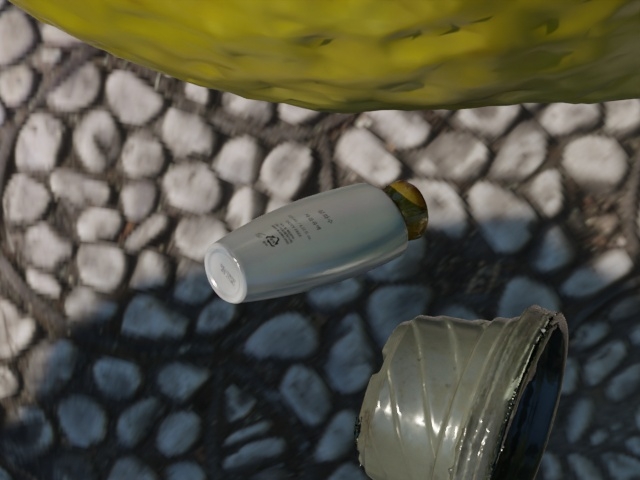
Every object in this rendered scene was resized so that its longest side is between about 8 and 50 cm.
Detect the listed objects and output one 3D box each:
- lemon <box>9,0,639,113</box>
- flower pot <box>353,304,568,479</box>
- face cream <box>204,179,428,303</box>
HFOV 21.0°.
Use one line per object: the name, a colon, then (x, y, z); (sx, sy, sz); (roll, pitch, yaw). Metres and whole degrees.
lemon: (0.024, -0.198, 0.382); (0.387, 0.350, 0.350); (20, 76, 8)
flower pot: (0.116, 0.152, 1.486); (0.140, 0.235, 0.235); (15, 76, 16)
face cream: (0.000, 0.000, 1.247); (0.182, 0.051, 0.072); (-20, 56, -38)
